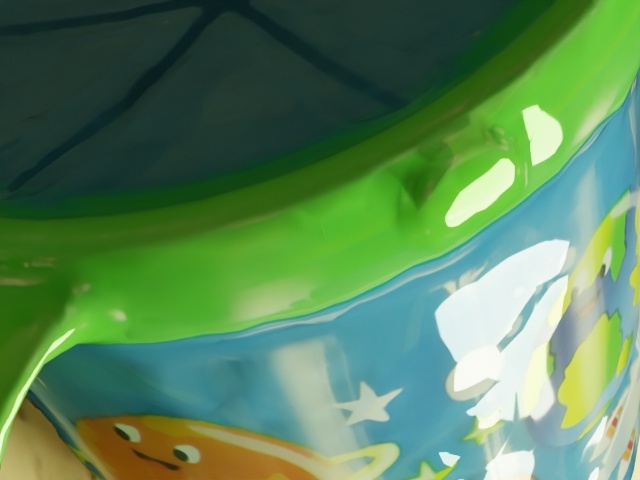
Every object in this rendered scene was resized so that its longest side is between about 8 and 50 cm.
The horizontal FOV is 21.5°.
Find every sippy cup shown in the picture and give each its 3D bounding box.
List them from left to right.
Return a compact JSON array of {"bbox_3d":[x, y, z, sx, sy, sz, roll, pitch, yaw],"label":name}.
[{"bbox_3d":[0.000,0.000,0.508,0.305,0.240,0.224,-29,131,-9],"label":"sippy cup"}]
